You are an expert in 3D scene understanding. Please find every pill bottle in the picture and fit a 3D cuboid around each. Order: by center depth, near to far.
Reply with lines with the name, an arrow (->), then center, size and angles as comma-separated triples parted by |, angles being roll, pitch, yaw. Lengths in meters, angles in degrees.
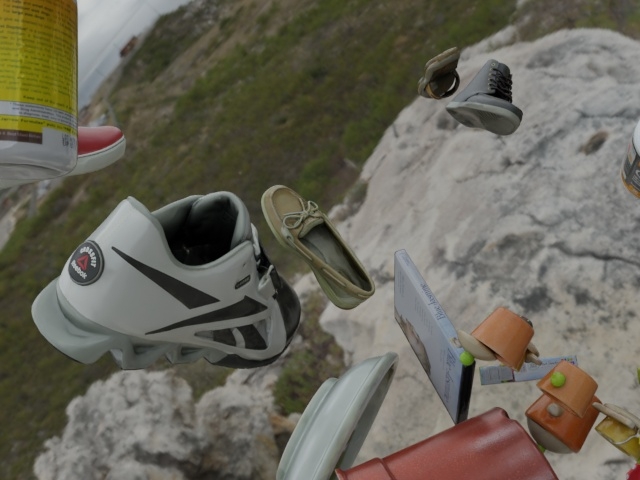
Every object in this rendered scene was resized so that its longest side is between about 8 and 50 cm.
pill bottle -> -0.283, -0.168, 0.661 | 0.117, 0.117, 0.214 | -8, 82, 58
pill bottle -> 0.749, -0.196, 1.557 | 0.162, 0.278, 0.162 | -4, 71, 13

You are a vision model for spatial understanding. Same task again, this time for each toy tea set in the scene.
toy tea set -> 0.307, 0.224, 1.038 | 0.124, 0.336, 0.200 | -52, 13, -4

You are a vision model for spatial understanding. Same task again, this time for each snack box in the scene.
snack box -> 0.367, 0.230, 1.277 | 0.100, 0.141, 0.037 | 149, 117, -65

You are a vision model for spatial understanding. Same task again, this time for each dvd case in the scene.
dvd case -> 0.181, 0.159, 1.194 | 0.022, 0.180, 0.253 | -17, 46, -12

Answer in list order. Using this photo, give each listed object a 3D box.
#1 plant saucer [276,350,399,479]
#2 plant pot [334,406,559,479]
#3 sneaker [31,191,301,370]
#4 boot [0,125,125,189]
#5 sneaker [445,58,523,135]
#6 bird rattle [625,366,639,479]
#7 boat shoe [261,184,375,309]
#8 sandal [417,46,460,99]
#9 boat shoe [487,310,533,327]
plant saucer -> 0.014, 0.365, 1.316 | 0.400, 0.101, 0.400 | -57, -16, -25
plant pot -> 0.201, 0.394, 1.056 | 0.265, 0.272, 0.272 | -28, 22, -7
sneaker -> -0.087, 0.032, 0.663 | 0.146, 0.122, 0.330 | -55, -22, 12
boot -> -0.361, -0.168, 0.922 | 0.088, 0.176, 0.244 | 10, 20, 37
sneaker -> 0.297, -0.254, 1.236 | 0.118, 0.083, 0.222 | -54, 20, 4
bird rattle -> 0.543, 0.333, 1.142 | 0.207, 0.143, 0.253 | -35, -41, -61
boat shoe -> -0.001, 0.001, 0.740 | 0.056, 0.153, 0.048 | -32, -6, -31
sandal -> 0.198, -0.256, 1.161 | 0.072, 0.049, 0.180 | -32, -6, 0
boat shoe -> 0.439, 0.191, 1.682 | 0.042, 0.048, 0.133 | -14, 13, -22
